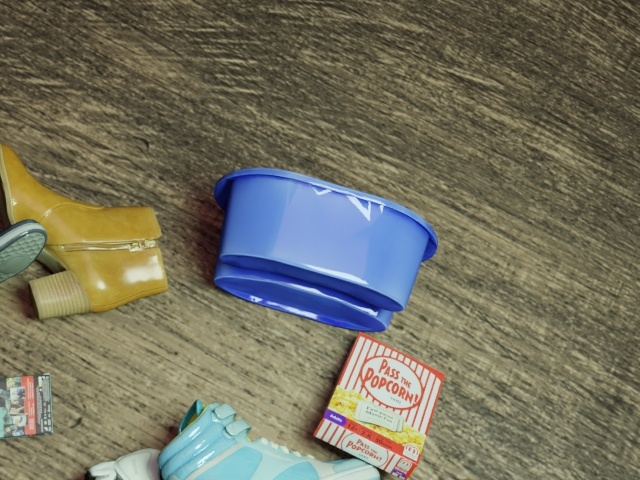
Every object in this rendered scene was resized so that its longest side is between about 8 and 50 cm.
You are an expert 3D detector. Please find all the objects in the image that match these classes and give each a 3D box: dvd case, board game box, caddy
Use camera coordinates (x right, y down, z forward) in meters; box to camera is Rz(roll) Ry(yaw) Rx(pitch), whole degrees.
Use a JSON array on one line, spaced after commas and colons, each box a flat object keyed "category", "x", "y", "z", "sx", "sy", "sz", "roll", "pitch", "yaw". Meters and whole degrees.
[{"category": "dvd case", "x": -0.436, "y": 0.233, "z": 1.455, "sx": 0.119, "sy": 0.013, "sz": 0.087, "roll": -4, "pitch": 66, "yaw": -15}, {"category": "board game box", "x": 0.088, "y": 0.236, "z": 1.509, "sx": 0.147, "sy": 0.045, "sz": 0.193, "roll": 26, "pitch": 38, "yaw": 1}, {"category": "caddy", "x": 0.000, "y": 0.000, "z": 1.533, "sx": 0.341, "sy": 0.241, "sz": 0.179, "roll": 16, "pitch": 67, "yaw": -5}]

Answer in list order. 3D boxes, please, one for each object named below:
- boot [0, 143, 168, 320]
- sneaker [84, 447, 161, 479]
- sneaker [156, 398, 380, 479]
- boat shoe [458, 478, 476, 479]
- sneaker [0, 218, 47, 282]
[{"category": "boot", "x": -0.356, "y": -0.030, "z": 1.557, "sx": 0.211, "sy": 0.104, "sz": 0.295, "roll": -16, "pitch": 75, "yaw": -24}, {"category": "sneaker", "x": -0.199, "y": 0.407, "z": 1.379, "sx": 0.118, "sy": 0.110, "sz": 0.292, "roll": -22, "pitch": 72, "yaw": -30}, {"category": "sneaker", "x": -0.075, "y": 0.294, "z": 1.419, "sx": 0.319, "sy": 0.127, "sz": 0.208, "roll": -5, "pitch": 53, "yaw": -42}, {"category": "boat shoe", "x": 0.147, "y": 0.412, "z": 1.471, "sx": 0.207, "sy": 0.073, "sz": 0.073, "roll": -25, "pitch": 110, "yaw": -18}, {"category": "sneaker", "x": -0.493, "y": -0.007, "z": 1.466, "sx": 0.226, "sy": 0.086, "sz": 0.163, "roll": -34, "pitch": 67, "yaw": 18}]
